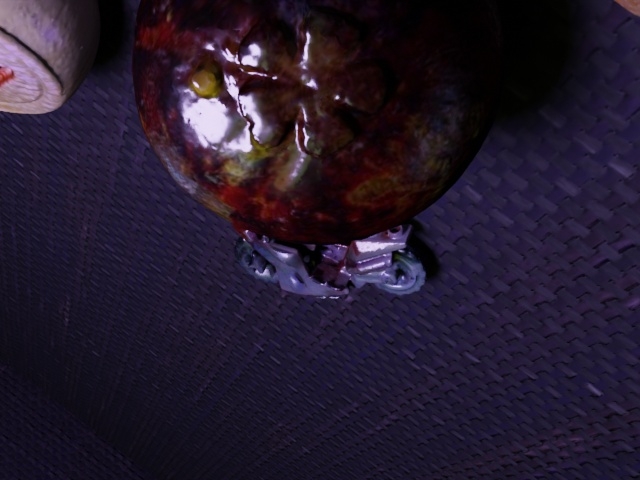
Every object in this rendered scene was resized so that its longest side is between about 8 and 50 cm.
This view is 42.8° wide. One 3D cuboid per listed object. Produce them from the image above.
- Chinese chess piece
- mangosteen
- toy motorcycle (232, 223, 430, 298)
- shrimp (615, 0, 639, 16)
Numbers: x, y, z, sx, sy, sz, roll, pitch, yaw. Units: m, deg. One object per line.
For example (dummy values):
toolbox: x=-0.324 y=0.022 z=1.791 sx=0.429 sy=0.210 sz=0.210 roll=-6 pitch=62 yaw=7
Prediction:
Chinese chess piece: x=-0.337 y=-0.220 z=0.743 sx=0.270 sy=0.112 sz=0.270 roll=15 pitch=165 yaw=4
mangosteen: x=-0.008 y=-0.127 z=0.551 sx=0.231 sy=0.231 sz=0.289 roll=54 pitch=-173 yaw=-26
toy motorcycle: x=0.000 y=-0.001 z=0.805 sx=0.213 sy=0.082 sz=0.122 roll=4 pitch=141 yaw=26
shrimp: x=0.207 y=-0.175 z=0.380 sx=0.152 sy=0.046 sz=0.219 roll=30 pitch=152 yaw=15
